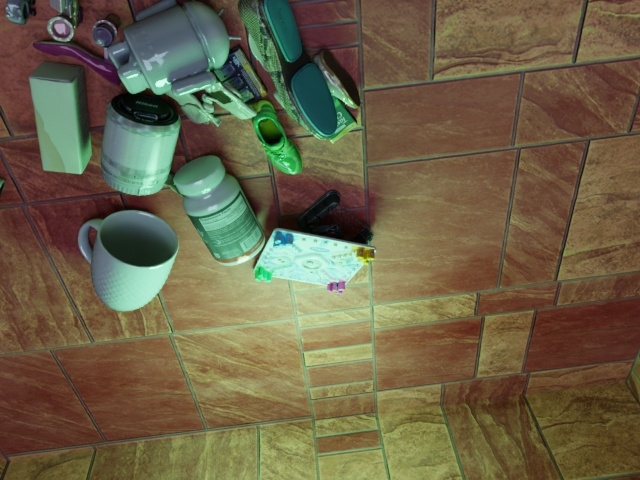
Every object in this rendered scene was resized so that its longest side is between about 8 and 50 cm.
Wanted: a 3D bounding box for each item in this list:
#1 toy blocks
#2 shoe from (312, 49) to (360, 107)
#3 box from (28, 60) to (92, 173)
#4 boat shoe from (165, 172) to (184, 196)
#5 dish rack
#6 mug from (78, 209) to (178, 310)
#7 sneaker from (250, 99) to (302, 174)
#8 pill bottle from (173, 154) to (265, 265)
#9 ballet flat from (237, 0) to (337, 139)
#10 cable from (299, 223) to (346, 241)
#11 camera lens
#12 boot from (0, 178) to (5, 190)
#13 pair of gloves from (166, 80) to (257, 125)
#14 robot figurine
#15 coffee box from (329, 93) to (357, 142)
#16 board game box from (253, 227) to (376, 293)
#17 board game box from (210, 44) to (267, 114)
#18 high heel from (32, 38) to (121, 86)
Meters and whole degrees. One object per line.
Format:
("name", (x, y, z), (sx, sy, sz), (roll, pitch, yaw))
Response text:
("toy blocks", (-0.692, -0.664, 1.417), (0.309, 0.260, 0.288), (7, 127, -11))
("shoe", (0.053, -0.510, 1.744), (0.058, 0.076, 0.219), (-14, 129, 40))
("box", (-0.802, -0.379, 1.699), (0.121, 0.148, 0.311), (5, 125, -9))
("boat shoe", (-0.513, -0.202, 1.935), (0.153, 0.048, 0.056), (29, 96, -32))
("dish rack", (0.065, -0.044, 2.100), (0.208, 0.074, 0.272), (-38, 124, 23))
("mug", (-0.736, 0.070, 2.004), (0.374, 0.276, 0.328), (36, 129, 5))
("sneaker", (-0.153, -0.323, 1.822), (0.110, 0.123, 0.295), (-23, 130, 12))
("pill bottle", (-0.354, -0.104, 1.918), (0.210, 0.210, 0.362), (-18, 127, 8))
("ballet flat", (-0.104, -0.525, 1.655), (0.182, 0.164, 0.482), (6, 134, 46))
("cable", (0.000, 0.000, 2.056), (0.185, 0.047, 0.150), (-16, 138, 14))
("camera lens", (-0.573, -0.311, 1.728), (0.220, 0.219, 0.274), (13, 125, -16))
("boot", (-1.216, -0.141, 1.878), (0.176, 0.088, 0.244), (23, 114, -21))
("pair of gloves", (-0.346, -0.423, 1.694), (0.240, 0.042, 0.204), (-1, 156, 29))
("robot figurine", (-0.410, -0.546, 1.545), (0.354, 0.200, 0.299), (-27, 84, -8))
("coffee box", (0.029, -0.425, 1.817), (0.113, 0.040, 0.184), (-32, 124, 18))
("board game box", (-0.034, 0.095, 2.107), (0.390, 0.050, 0.390), (10, 150, -15))
("board game box", (-0.269, -0.505, 1.719), (0.141, 0.048, 0.170), (-26, 126, 11))
("high heel", (-0.722, -0.532, 1.630), (0.244, 0.082, 0.117), (-1, 119, -22))
